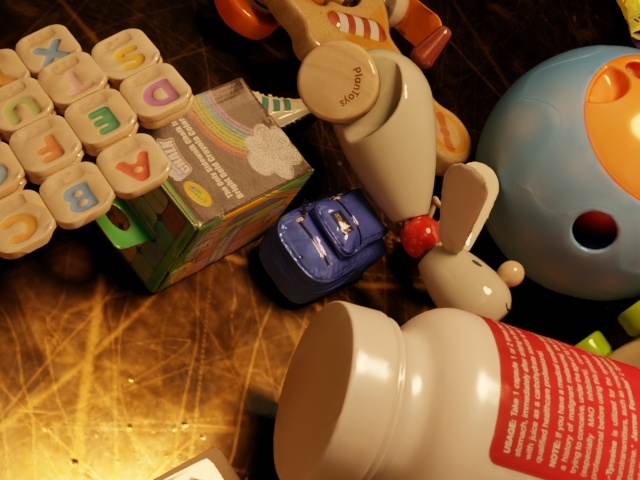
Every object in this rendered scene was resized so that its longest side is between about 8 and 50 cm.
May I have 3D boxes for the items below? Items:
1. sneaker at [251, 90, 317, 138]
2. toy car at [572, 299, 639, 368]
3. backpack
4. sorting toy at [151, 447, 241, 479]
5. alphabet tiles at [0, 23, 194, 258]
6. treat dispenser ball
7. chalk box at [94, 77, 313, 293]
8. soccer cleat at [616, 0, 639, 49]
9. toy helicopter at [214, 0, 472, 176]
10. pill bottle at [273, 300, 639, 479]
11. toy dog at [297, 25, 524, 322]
[{"bbox_3d":[-0.061,-0.148,1.403,0.161,0.057,0.075,-28,80,-38],"label":"sneaker"},{"bbox_3d":[0.386,0.148,1.435,0.155,0.149,0.188,55,20,9],"label":"toy car"},{"bbox_3d":[0.000,0.000,1.303,0.120,0.101,0.098,-26,73,-37],"label":"backpack"},{"bbox_3d":[-0.112,0.297,1.072,0.208,0.038,0.193,-22,71,-44],"label":"sorting toy"},{"bbox_3d":[-0.267,-0.104,1.164,0.284,0.021,0.278,-28,49,-13],"label":"alphabet tiles"},{"bbox_3d":[0.319,-0.076,1.416,0.288,0.288,0.288,16,51,-20],"label":"treat dispenser ball"},{"bbox_3d":[-0.141,-0.047,1.236,0.213,0.132,0.132,-28,76,-40],"label":"chalk box"},{"bbox_3d":[0.478,-0.351,1.845,0.121,0.093,0.289,-27,73,-33],"label":"soccer cleat"},{"bbox_3d":[0.061,-0.229,1.464,0.355,0.140,0.235,54,39,5],"label":"toy helicopter"},{"bbox_3d":[0.174,0.197,1.177,0.408,0.229,0.229,19,50,-18],"label":"pill bottle"},{"bbox_3d":[0.120,-0.084,1.288,0.333,0.161,0.220,55,11,-13],"label":"toy dog"}]
